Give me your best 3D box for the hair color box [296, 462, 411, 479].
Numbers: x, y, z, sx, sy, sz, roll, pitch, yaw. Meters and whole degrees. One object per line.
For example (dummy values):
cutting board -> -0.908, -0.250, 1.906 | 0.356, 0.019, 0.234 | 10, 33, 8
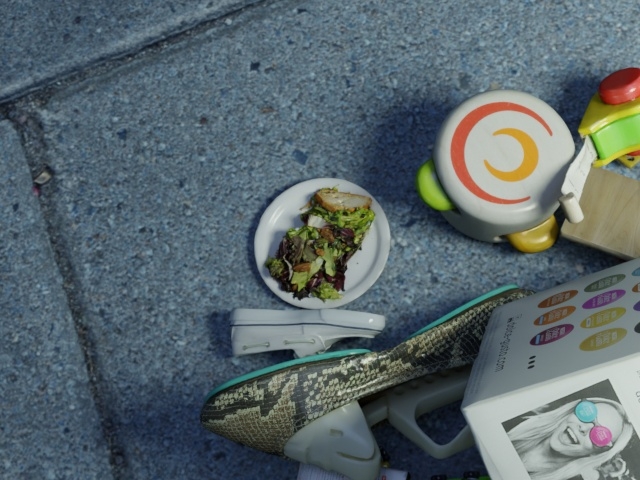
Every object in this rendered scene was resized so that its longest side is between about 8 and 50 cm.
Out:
hair color box -> 0.040, 0.321, 1.543 | 0.141, 0.043, 0.072 | 9, 73, 14

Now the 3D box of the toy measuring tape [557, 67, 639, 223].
toy measuring tape -> 0.406, -0.139, 1.593 | 0.121, 0.121, 0.330 | 16, 42, 15

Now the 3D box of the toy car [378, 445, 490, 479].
toy car -> 0.119, 0.345, 1.573 | 0.225, 0.053, 0.239 | -6, 71, 8

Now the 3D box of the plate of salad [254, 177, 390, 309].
plate of salad -> 0.000, 0.000, 1.714 | 0.199, 0.048, 0.200 | -3, 72, 9

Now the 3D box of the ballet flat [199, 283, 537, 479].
ballet flat -> 0.098, 0.201, 1.517 | 0.482, 0.164, 0.182 | -17, 60, -14

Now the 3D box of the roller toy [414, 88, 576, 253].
roller toy -> 0.249, -0.098, 1.648 | 0.209, 0.146, 0.191 | 21, 77, 6

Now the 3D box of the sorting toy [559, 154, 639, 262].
sorting toy -> 0.409, -0.030, 1.633 | 0.132, 0.046, 0.274 | 20, 55, 14

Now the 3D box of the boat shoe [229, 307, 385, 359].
boat shoe -> -0.019, 0.134, 1.665 | 0.226, 0.083, 0.076 | 0, 83, 22

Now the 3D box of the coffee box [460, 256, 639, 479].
coffee box -> 0.387, 0.219, 1.315 | 0.334, 0.337, 0.338 | -21, 100, 18
